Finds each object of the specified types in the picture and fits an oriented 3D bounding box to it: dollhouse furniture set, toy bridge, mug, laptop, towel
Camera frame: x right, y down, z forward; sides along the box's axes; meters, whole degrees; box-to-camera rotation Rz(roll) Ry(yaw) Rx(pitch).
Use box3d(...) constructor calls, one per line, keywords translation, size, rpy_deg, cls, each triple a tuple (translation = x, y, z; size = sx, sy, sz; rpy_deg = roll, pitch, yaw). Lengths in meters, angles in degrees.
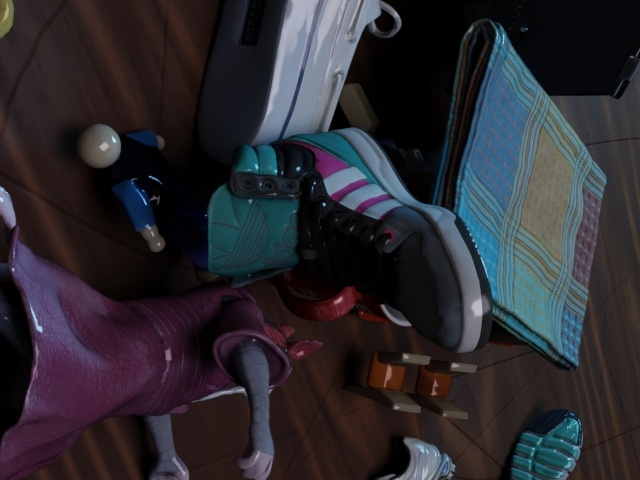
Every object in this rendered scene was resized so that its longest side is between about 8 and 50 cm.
box3d(translation=(0.039, -0.108, 1.189), size=(0.091, 0.081, 0.114), rpy_deg=(-16, 77, -57), cls="dollhouse furniture set")
box3d(translation=(0.244, -0.299, 1.371), size=(0.188, 0.026, 0.063), rpy_deg=(-39, 126, -36), cls="toy bridge")
box3d(translation=(0.148, 0.066, 1.292), size=(0.259, 0.135, 0.261), rpy_deg=(12, 88, -36), cls="dollhouse furniture set")
box3d(translation=(0.015, 0.014, 1.077), size=(0.150, 0.169, 0.113), rpy_deg=(0, 98, -47), cls="mug")
box3d(translation=(0.308, -0.376, 1.226), size=(0.407, 0.237, 0.381), rpy_deg=(-85, -165, -56), cls="laptop")
box3d(translation=(0.223, -0.033, 1.175), size=(0.370, 0.040, 0.271), rpy_deg=(35, 63, -51), cls="towel")

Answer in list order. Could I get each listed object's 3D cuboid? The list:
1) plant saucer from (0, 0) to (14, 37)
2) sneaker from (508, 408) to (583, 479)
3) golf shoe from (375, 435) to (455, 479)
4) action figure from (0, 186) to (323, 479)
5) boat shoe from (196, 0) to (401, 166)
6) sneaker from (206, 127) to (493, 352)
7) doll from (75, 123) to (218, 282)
box3d(translation=(-0.389, -0.172, 0.649), size=(0.332, 0.081, 0.332), rpy_deg=(-52, 138, -28), cls="plant saucer")
box3d(translation=(0.296, 0.341, 1.531), size=(0.223, 0.083, 0.098), rpy_deg=(-58, 157, -19), cls="sneaker")
box3d(translation=(0.086, 0.315, 1.303), size=(0.086, 0.069, 0.176), rpy_deg=(37, 65, -25), cls="golf shoe")
box3d(translation=(-0.161, 0.094, 0.930), size=(0.370, 0.248, 0.275), rpy_deg=(-11, 78, -45), cls="action figure")
box3d(translation=(0.008, -0.233, 1.050), size=(0.156, 0.136, 0.366), rpy_deg=(14, 90, -47), cls="boat shoe")
box3d(translation=(0.000, 0.000, 0.890), size=(0.179, 0.295, 0.123), rpy_deg=(-10, 123, -21), cls="sneaker")
box3d(translation=(-0.143, -0.037, 0.966), size=(0.189, 0.046, 0.129), rpy_deg=(48, 28, -42), cls="doll")
